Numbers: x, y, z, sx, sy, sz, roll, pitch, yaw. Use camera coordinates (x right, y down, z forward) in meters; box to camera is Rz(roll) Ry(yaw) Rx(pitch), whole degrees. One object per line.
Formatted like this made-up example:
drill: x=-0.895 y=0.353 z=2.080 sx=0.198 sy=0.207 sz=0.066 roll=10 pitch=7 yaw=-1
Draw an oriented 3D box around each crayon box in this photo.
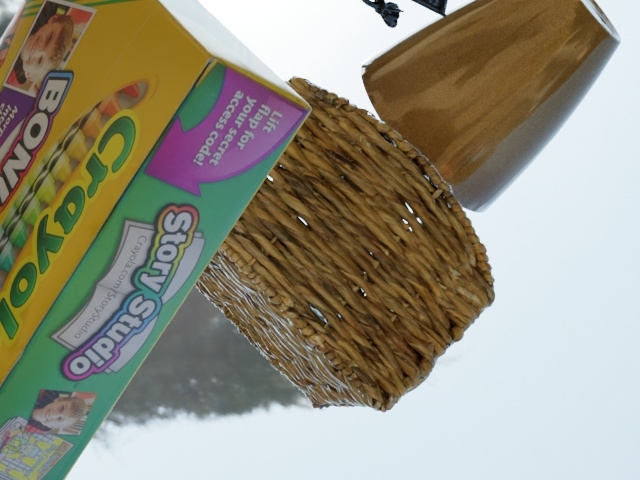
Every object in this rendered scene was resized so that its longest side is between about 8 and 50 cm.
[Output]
crayon box: x=-0.204 y=-0.035 z=0.966 sx=0.363 sy=0.106 sz=0.313 roll=-56 pitch=-142 yaw=12

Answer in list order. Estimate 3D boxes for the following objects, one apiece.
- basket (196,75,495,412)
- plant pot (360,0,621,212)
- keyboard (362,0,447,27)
basket: x=0.000 y=0.000 z=1.207 sx=0.213 sy=0.299 sz=0.223 roll=-46 pitch=-174 yaw=-15
plant pot: x=0.219 y=-0.202 z=1.463 sx=0.254 sy=0.237 sz=0.237 roll=-39 pitch=-132 yaw=22
keyboard: x=0.061 y=-0.255 z=1.131 sx=0.023 sy=0.180 sz=0.108 roll=10 pitch=-92 yaw=44
